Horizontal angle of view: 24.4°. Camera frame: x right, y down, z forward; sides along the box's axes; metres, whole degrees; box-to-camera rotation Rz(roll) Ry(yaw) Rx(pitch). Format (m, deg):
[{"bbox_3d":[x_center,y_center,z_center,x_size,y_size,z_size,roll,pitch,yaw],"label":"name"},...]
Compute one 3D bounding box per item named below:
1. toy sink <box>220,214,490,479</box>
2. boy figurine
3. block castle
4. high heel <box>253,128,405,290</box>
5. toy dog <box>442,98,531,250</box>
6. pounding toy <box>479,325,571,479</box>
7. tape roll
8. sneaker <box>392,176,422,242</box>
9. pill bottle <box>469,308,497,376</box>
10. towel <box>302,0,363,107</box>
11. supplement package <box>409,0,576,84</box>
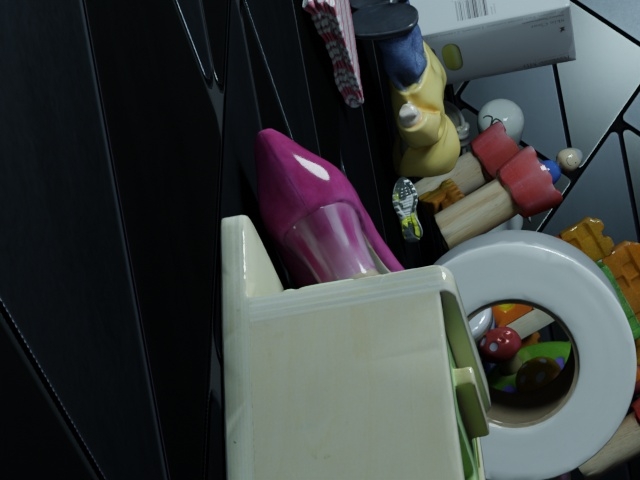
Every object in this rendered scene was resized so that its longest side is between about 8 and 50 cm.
[{"bbox_3d":[0.028,0.106,0.835,0.153,0.131,0.234,68,14,-53],"label":"toy sink"},{"bbox_3d":[0.104,-0.186,1.768,0.285,0.092,0.177,70,13,-50],"label":"boy figurine"},{"bbox_3d":[0.328,0.070,1.995,0.453,0.212,0.303,59,4,-12],"label":"block castle"},{"bbox_3d":[0.000,0.000,1.027,0.117,0.082,0.244,61,4,11],"label":"high heel"},{"bbox_3d":[0.250,-0.050,2.314,0.161,0.220,0.334,-49,128,-37],"label":"toy dog"},{"bbox_3d":[0.233,0.181,1.717,0.110,0.183,0.237,58,46,-31],"label":"pounding toy"},{"bbox_3d":[0.202,0.115,1.545,0.169,0.246,0.246,-36,116,-79],"label":"tape roll"},{"bbox_3d":[0.102,-0.039,1.794,0.035,0.031,0.083,-114,-167,-67],"label":"sneaker"},{"bbox_3d":[0.177,0.132,1.838,0.169,0.094,0.094,68,15,-51],"label":"pill bottle"},{"bbox_3d":[0.007,-0.235,1.433,0.197,0.029,0.144,66,16,-64],"label":"towel"},{"bbox_3d":[0.226,-0.358,2.162,0.145,0.261,0.204,61,21,-61],"label":"supplement package"}]
